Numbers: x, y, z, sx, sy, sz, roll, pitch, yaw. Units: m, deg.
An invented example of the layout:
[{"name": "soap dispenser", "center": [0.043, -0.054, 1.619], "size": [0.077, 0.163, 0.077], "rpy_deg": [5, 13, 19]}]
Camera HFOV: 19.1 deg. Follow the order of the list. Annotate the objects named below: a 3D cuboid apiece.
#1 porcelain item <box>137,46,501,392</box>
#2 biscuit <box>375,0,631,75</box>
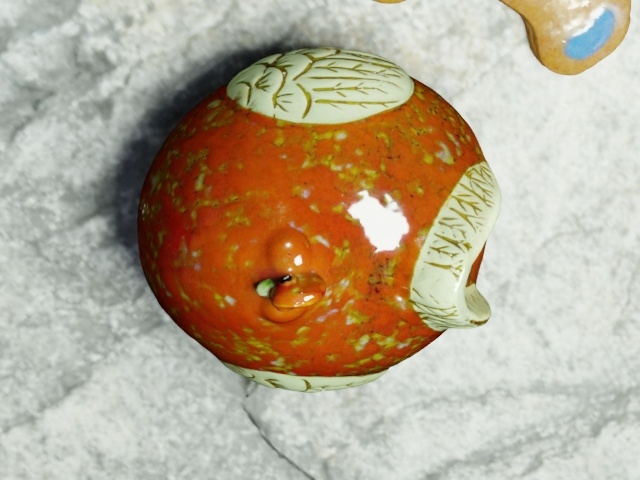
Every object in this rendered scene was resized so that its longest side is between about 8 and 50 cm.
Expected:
[{"name": "porcelain item", "center": [0.000, 0.000, 1.272], "size": [0.253, 0.253, 0.253], "rpy_deg": [-3, 112, -6]}, {"name": "biscuit", "center": [0.099, -0.240, 1.288], "size": [0.324, 0.049, 0.205], "rpy_deg": [30, 106, -15]}]
